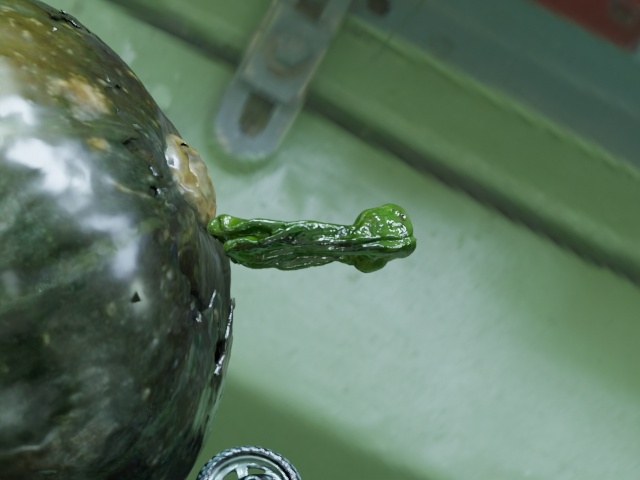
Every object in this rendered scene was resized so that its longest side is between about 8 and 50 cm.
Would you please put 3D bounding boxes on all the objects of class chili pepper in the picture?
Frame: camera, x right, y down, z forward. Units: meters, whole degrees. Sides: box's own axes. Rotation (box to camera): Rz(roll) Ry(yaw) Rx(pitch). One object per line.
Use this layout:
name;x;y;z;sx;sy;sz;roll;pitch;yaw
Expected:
chili pepper;0.000;0.001;0.809;0.091;0.030;0.034;-2;37;-21

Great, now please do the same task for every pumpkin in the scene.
pumpkin;-0.241;0.020;1.486;0.344;0.454;0.454;-21;70;-4

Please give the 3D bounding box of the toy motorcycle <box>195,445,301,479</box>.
toy motorcycle;-0.053;0.288;1.399;0.169;0.113;0.315;-13;55;-15
